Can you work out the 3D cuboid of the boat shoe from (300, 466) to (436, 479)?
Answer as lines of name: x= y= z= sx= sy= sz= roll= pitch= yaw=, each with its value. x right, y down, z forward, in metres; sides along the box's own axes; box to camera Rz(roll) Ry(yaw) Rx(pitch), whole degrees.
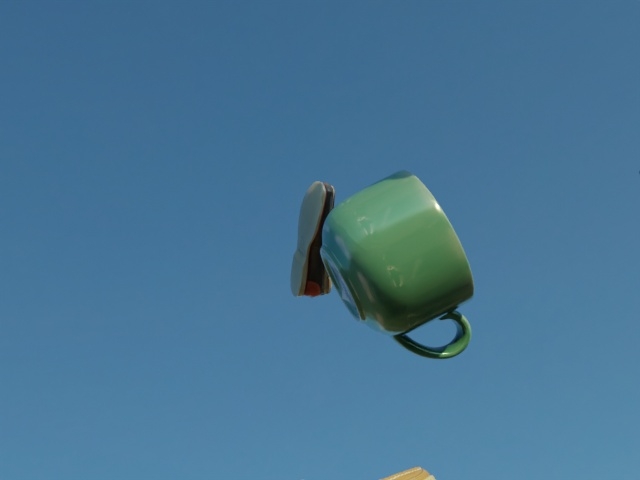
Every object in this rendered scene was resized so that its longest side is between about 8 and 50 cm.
boat shoe: x=0.006 y=0.214 z=0.810 sx=0.190 sy=0.072 sz=0.068 roll=-21 pitch=-32 yaw=-32

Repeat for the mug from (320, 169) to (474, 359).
mug: x=0.065 y=0.028 z=0.906 sx=0.097 sy=0.158 sz=0.129 roll=-27 pitch=-22 yaw=-8

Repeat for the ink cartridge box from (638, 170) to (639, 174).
ink cartridge box: x=0.494 y=-0.090 z=0.959 sx=0.151 sy=0.395 sz=0.270 roll=37 pitch=-93 yaw=-40

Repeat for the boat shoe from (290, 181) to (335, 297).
boat shoe: x=0.000 y=0.000 z=1.119 sx=0.043 sy=0.049 sz=0.137 roll=1 pitch=-64 yaw=-21
